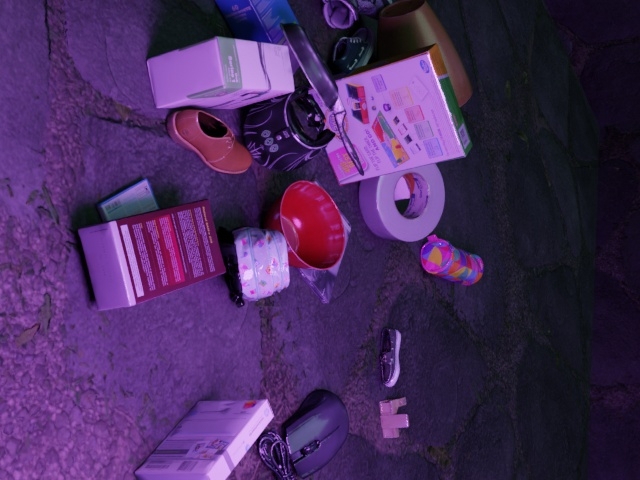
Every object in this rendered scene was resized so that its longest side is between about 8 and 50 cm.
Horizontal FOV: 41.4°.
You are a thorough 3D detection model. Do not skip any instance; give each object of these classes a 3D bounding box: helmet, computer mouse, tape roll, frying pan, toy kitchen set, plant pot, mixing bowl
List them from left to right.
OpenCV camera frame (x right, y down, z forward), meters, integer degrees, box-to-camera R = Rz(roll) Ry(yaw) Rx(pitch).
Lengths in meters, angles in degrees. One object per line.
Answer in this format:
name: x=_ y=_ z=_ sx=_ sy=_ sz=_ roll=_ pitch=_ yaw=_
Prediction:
helmet: x=-0.070 y=-0.213 z=1.645 sx=0.169 sy=0.161 sz=0.170 roll=15 pitch=67 yaw=-39
mixing bowl: x=-0.047 y=-0.019 z=1.669 sx=0.181 sy=0.098 sz=0.182 roll=21 pitch=61 yaw=-43
computer mouse: x=-0.007 y=0.391 z=1.650 sx=0.272 sy=0.072 sz=0.189 roll=-44 pitch=117 yaw=-54
frying pan: x=0.011 y=-0.287 z=1.649 sx=0.326 sy=0.053 sz=0.197 roll=61 pitch=9 yaw=7
toy kitchen set: x=0.186 y=0.408 z=1.956 sx=0.075 sy=0.068 sz=0.083 roll=3 pitch=79 yaw=-58
tape roll: x=0.198 y=-0.108 z=2.045 sx=0.219 sy=0.072 sz=0.219 roll=-2 pitch=93 yaw=-36
plant pot: x=0.236 y=-0.458 z=2.095 sx=0.237 sy=0.237 sz=0.254 roll=-59 pitch=139 yaw=-47

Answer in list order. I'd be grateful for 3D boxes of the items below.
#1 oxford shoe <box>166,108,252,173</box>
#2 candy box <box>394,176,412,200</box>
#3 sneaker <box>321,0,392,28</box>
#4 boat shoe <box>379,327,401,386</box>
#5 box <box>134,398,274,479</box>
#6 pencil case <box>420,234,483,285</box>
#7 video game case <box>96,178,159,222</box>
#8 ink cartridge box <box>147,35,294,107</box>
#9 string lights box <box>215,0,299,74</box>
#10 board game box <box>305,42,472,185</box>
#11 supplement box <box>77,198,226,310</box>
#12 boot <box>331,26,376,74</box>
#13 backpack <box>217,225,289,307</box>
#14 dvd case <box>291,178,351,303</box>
oxford shoe: x=-0.182 y=-0.177 z=1.538 sx=0.212 sy=0.076 sz=0.076 roll=27 pitch=57 yaw=-54
candy box: x=0.214 y=-0.216 z=2.182 sx=0.196 sy=0.070 sz=0.165 roll=-46 pitch=120 yaw=-52
sneaker: x=0.080 y=-0.567 z=2.052 sx=0.268 sy=0.101 sz=0.153 roll=25 pitch=61 yaw=-46
boat shoe: x=0.157 y=0.271 z=1.979 sx=0.040 sy=0.049 sz=0.142 roll=27 pitch=56 yaw=-30
box: x=-0.179 y=0.318 z=1.328 sx=0.186 sy=0.145 sz=0.038 roll=-48 pitch=124 yaw=-53
pencil case: x=0.361 y=0.058 z=2.314 sx=0.236 sy=0.104 sz=0.105 roll=24 pitch=61 yaw=-55
video game case: x=-0.289 y=-0.003 z=1.371 sx=0.119 sy=0.015 sz=0.166 roll=-43 pitch=117 yaw=-55
ink cartridge box: x=-0.171 y=-0.293 z=1.506 sx=0.219 sy=0.160 sz=0.093 roll=-13 pitch=93 yaw=-58
string lights box: x=-0.124 y=-0.459 z=1.709 sx=0.260 sy=0.076 sz=0.133 roll=60 pitch=36 yaw=-29
board game box: x=0.142 y=-0.268 z=1.851 sx=0.064 sy=0.316 sz=0.242 roll=-51 pitch=124 yaw=-52
supplement box: x=-0.257 y=0.018 z=1.330 sx=0.239 sy=0.073 sz=0.130 roll=-18 pitch=97 yaw=-58
boot: x=0.080 y=-0.467 z=2.042 sx=0.086 sy=0.069 sz=0.190 roll=54 pitch=40 yaw=-44
backpack: x=-0.115 y=0.037 z=1.481 sx=0.182 sy=0.115 sz=0.152 roll=179 pitch=-105 yaw=-81
dvd case: x=0.000 y=0.000 z=1.828 sx=0.164 sy=0.018 sz=0.221 roll=52 pitch=41 yaw=-37
